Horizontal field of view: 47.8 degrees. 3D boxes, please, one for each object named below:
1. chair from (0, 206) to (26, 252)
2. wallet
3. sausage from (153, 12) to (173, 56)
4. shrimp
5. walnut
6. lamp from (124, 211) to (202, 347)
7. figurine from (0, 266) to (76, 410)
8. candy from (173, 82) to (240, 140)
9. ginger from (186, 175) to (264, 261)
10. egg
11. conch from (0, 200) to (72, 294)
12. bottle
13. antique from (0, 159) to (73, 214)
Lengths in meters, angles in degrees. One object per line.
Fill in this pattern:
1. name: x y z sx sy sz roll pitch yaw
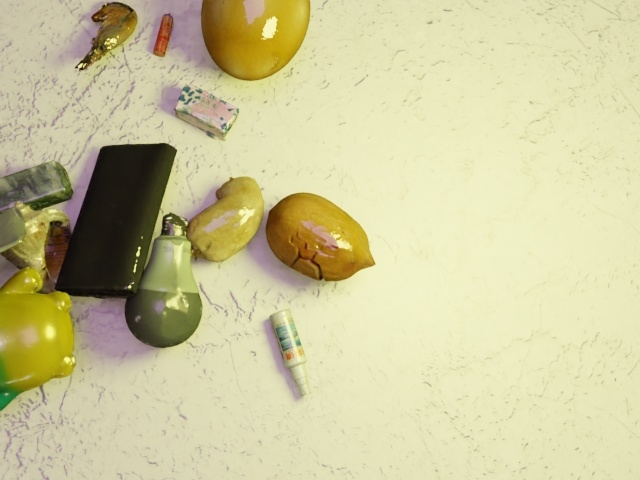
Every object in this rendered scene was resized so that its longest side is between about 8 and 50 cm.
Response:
1. chair: -0.825 0.015 1.559 0.319 0.186 0.160 -39 38 4
2. wallet: -0.495 -0.056 1.763 0.228 0.062 0.406 -1 63 23
3. sausage: -0.428 -0.568 1.980 0.034 0.034 0.129 12 75 -4
4. shrimp: -0.592 -0.540 1.938 0.117 0.066 0.262 26 59 15
5. walnut: 0.000 0.000 1.804 0.298 0.203 0.203 25 74 12
6. lamp: -0.349 0.105 1.735 0.182 0.182 0.314 23 83 -1
7. figurine: -0.729 0.233 1.641 0.340 0.231 0.323 -10 81 -3
8. candy: -0.305 -0.341 1.919 0.160 0.073 0.092 27 76 0
9. ginger: -0.237 -0.044 1.824 0.152 0.138 0.267 18 61 44
10. egg: -0.169 -0.590 1.890 0.283 0.282 0.351 13 75 -4
11. conch: -0.678 0.016 1.745 0.178 0.163 0.245 -21 107 -25
12. bottle: -0.070 0.282 1.803 0.060 0.060 0.217 -16 80 -11
13. antique: -0.718 -0.126 1.803 0.183 0.088 0.086 -22 81 -12
